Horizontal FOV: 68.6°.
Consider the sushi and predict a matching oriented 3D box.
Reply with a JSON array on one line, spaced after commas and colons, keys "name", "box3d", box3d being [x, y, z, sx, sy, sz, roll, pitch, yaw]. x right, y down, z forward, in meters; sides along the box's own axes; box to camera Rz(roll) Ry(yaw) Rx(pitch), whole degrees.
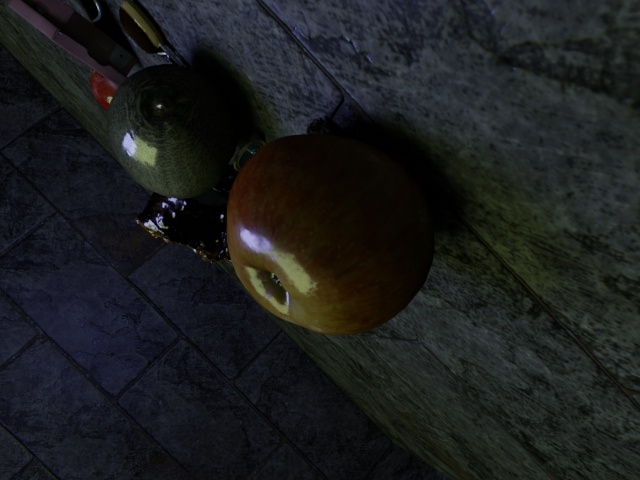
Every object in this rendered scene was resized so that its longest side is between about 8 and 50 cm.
[{"name": "sushi", "box3d": [-0.313, -0.044, 1.298, 0.349, 0.207, 0.234, 21, -167, -49]}]

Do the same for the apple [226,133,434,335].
[{"name": "apple", "box3d": [0.000, 0.000, 0.666, 0.309, 0.250, 0.277, -10, 134, 33]}]

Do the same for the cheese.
[{"name": "cheese", "box3d": [-0.341, -0.408, 0.959, 0.162, 0.036, 0.086, 47, 160, -6]}]

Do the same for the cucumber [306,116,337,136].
[{"name": "cucumber", "box3d": [0.032, -0.114, 0.757, 0.053, 0.053, 0.181, 25, 156, 49]}]

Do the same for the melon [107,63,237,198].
[{"name": "melon", "box3d": [-0.290, -0.210, 0.946, 0.248, 0.248, 0.329, 46, 166, -2]}]

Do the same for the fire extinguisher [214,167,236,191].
[{"name": "fire extinguisher", "box3d": [-0.299, -0.179, 1.290, 0.231, 0.099, 0.071, 31, 120, 41]}]

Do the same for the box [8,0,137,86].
[{"name": "box", "box3d": [-0.585, -0.495, 1.130, 0.215, 0.086, 0.215, 38, -176, 23]}]

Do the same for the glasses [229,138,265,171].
[{"name": "glasses", "box3d": [-0.063, -0.119, 0.985, 0.221, 0.088, 0.189, 19, 155, 14]}]

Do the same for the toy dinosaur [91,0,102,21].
[{"name": "toy dinosaur", "box3d": [-0.605, -0.605, 1.062, 0.363, 0.076, 0.147, 36, 177, 35]}]

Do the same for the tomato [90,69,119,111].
[{"name": "tomato", "box3d": [-0.687, -0.470, 1.536, 0.174, 0.082, 0.166, 43, 164, -1]}]
